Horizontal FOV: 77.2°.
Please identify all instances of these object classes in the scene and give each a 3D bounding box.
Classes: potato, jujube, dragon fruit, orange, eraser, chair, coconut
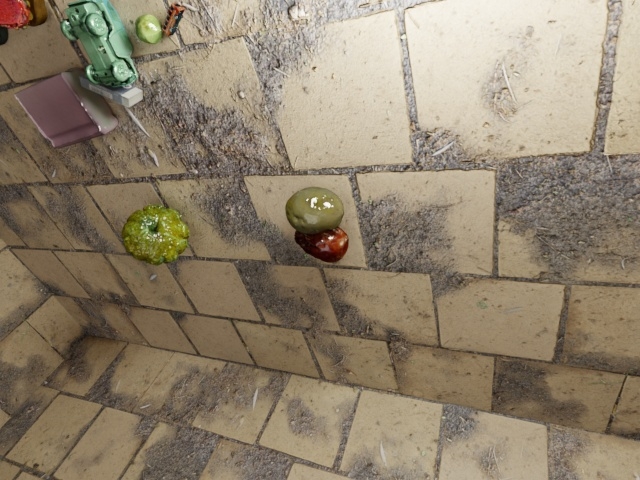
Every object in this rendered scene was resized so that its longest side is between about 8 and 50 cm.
[{"bbox_3d":[-0.022,-0.115,1.540,0.235,0.160,0.178,10,109,22],"label":"potato"},{"bbox_3d":[0.000,0.000,1.654,0.236,0.168,0.168,19,136,27],"label":"jujube"},{"bbox_3d":[-1.108,-0.814,1.389,0.208,0.150,0.133,25,106,12],"label":"dragon fruit"},{"bbox_3d":[-0.779,-0.024,1.899,0.301,0.300,0.223,55,151,3],"label":"orange"},{"bbox_3d":[-0.810,-0.592,1.555,0.212,0.092,0.046,26,135,3],"label":"eraser"},{"bbox_3d":[-1.073,-0.555,1.701,0.359,0.122,0.272,-6,124,29],"label":"eraser"},{"bbox_3d":[-0.618,-0.592,1.501,0.042,0.037,0.086,6,128,37],"label":"chair"},{"bbox_3d":[-0.574,-0.707,1.344,0.096,0.088,0.088,13,134,22],"label":"coconut"}]

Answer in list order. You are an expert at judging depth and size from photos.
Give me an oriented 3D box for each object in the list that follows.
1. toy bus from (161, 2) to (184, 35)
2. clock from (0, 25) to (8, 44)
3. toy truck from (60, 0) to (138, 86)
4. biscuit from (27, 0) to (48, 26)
[{"bbox_3d":[-0.486,-0.727,1.319,0.043,0.031,0.110,46,134,-8],"label":"toy bus"},{"bbox_3d":[-1.354,-0.885,1.592,0.215,0.042,0.215,13,134,14],"label":"clock"},{"bbox_3d":[-0.758,-0.684,1.400,0.155,0.156,0.279,4,131,23],"label":"toy truck"},{"bbox_3d":[-1.119,-0.949,1.399,0.359,0.074,0.381,-6,129,32],"label":"biscuit"}]
